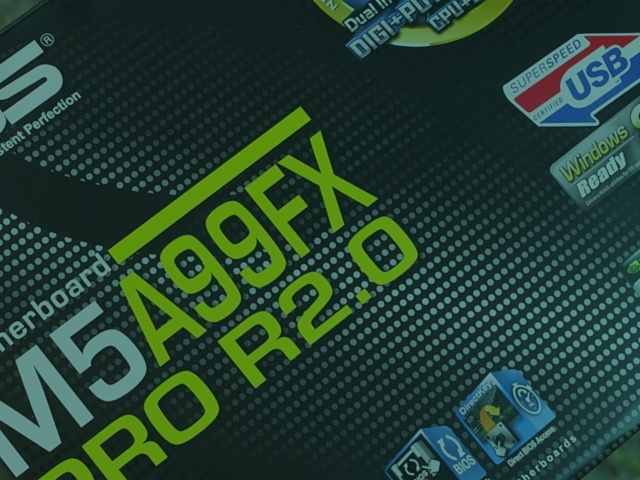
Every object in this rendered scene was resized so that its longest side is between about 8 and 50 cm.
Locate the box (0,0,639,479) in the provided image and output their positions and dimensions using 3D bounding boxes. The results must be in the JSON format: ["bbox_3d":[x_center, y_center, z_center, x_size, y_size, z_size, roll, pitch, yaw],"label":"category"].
[{"bbox_3d":[0.000,0.000,0.610,0.270,0.060,0.216,-37,83,-14],"label":"box"}]
